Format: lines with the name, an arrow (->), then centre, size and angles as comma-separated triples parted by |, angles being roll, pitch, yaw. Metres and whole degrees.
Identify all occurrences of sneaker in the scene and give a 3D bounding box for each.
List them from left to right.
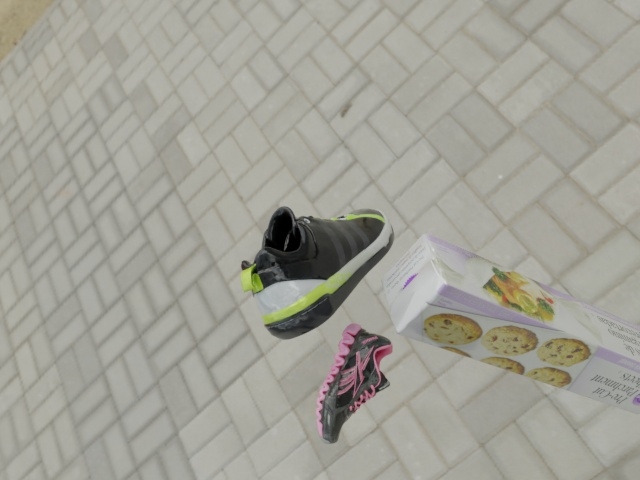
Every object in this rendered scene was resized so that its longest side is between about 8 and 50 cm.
sneaker -> 0.000, 0.000, 0.627 | 0.084, 0.234, 0.097 | -27, 101, 31
sneaker -> 0.035, 0.137, 0.612 | 0.057, 0.047, 0.119 | 14, 64, 18

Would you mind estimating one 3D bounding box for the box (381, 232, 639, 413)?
box -> 0.202, 0.084, 0.589 | 0.067, 0.324, 0.063 | -50, 33, 30
